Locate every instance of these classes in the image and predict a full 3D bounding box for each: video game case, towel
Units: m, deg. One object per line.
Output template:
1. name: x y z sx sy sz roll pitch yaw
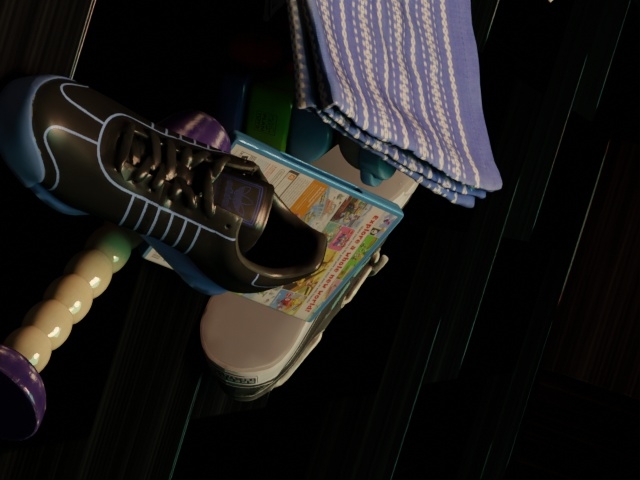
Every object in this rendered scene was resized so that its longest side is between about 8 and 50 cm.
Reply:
1. video game case: -0.035 -0.007 1.376 0.166 0.015 0.119 23 117 -37
2. towel: 0.053 -0.168 1.334 0.336 0.040 0.243 23 59 -65

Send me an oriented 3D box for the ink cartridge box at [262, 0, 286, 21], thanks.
1. ink cartridge box: -0.002 -0.300 1.374 0.224 0.045 0.223 -45 148 -54

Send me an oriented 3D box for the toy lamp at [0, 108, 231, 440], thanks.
1. toy lamp: -0.139 0.012 1.207 0.080 0.080 0.275 90 25 -45

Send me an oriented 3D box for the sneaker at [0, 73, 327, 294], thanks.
1. sneaker: -0.091 -0.037 1.143 0.232 0.090 0.081 34 58 -42

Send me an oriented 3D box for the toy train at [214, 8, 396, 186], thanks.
1. toy train: 0.024 -0.116 1.473 0.248 0.143 0.105 -39 144 -61

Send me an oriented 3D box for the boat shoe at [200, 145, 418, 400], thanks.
1. boat shoe: 0.004 0.002 1.589 0.105 0.113 0.306 84 31 -67
